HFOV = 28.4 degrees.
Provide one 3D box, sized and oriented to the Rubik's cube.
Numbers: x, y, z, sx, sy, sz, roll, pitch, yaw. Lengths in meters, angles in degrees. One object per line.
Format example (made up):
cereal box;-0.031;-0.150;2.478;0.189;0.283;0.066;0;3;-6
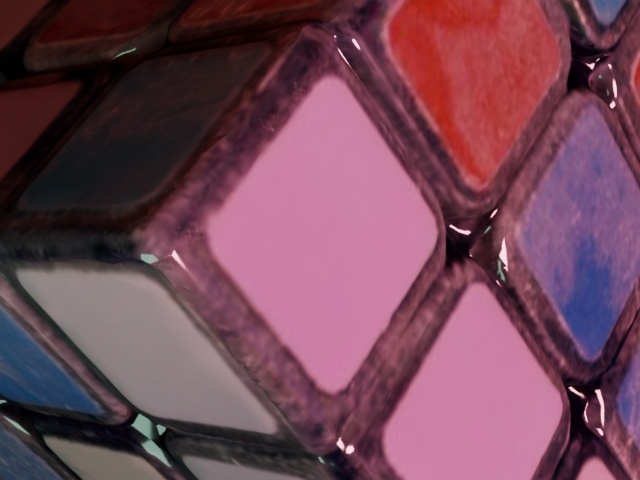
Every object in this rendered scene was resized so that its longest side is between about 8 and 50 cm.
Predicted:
Rubik's cube;0.000;0.000;0.670;0.363;0.359;0.362;5;139;44
